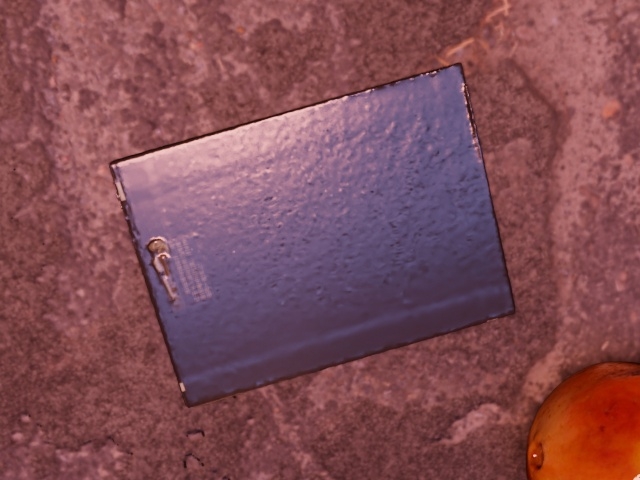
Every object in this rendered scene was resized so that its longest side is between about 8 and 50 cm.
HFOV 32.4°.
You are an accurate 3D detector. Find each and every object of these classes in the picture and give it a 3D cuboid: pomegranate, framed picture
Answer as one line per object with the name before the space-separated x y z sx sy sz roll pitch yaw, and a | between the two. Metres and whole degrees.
pomegranate | 0.294 0.218 1.039 0.209 0.209 0.209 -2 106 -6
framed picture | 0.000 0.000 1.041 0.339 0.014 0.255 -16 107 -3
